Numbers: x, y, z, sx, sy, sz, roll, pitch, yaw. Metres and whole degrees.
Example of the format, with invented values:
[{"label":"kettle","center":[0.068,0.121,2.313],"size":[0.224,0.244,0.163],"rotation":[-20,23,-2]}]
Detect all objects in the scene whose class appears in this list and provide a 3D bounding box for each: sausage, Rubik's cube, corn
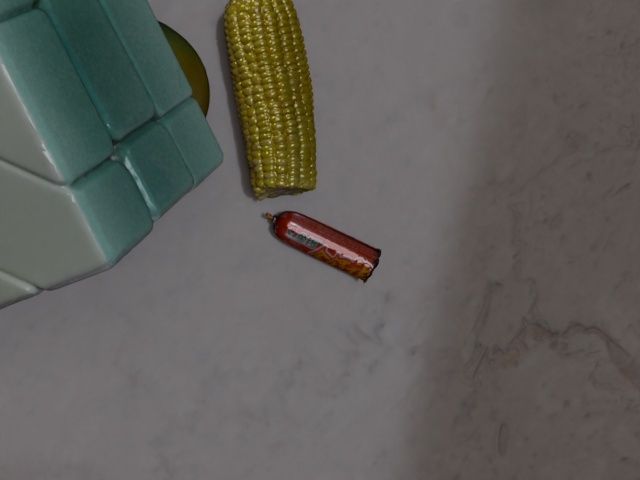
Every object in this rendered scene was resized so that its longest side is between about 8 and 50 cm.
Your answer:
[{"label":"sausage","center":[0.000,0.000,1.484],"size":[0.145,0.050,0.048],"rotation":[26,82,-8]},{"label":"Rubik's cube","center":[-0.335,-0.117,1.219],"size":[0.318,0.316,0.322],"rotation":[-20,106,23]},{"label":"corn","center":[-0.055,-0.171,1.450],"size":[0.093,0.093,0.244],"rotation":[-10,95,-10]}]

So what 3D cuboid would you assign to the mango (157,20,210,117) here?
[{"label":"mango","center":[-0.245,-0.192,1.403],"size":[0.251,0.114,0.156],"rotation":[26,97,-10]}]
